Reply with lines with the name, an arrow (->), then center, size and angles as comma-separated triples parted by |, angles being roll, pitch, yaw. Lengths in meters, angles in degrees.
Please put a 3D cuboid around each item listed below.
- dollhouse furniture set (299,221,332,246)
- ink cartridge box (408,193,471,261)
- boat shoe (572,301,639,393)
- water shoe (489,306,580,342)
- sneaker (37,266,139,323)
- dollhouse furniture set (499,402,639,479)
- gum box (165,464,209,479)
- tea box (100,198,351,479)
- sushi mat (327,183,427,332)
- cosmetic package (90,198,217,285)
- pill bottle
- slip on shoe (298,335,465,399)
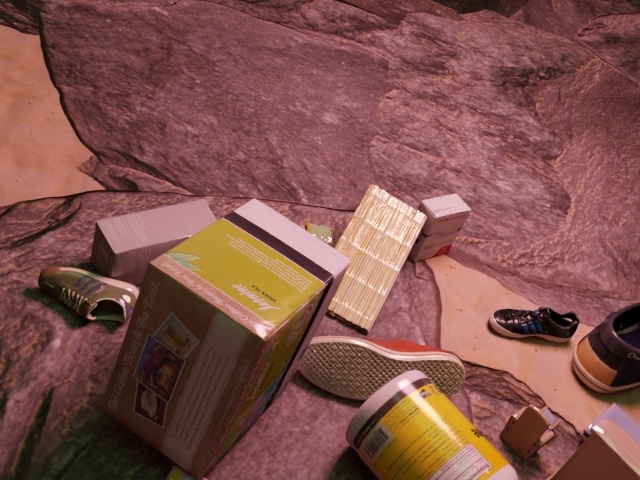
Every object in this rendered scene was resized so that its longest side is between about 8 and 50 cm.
dollhouse furniture set -> 0.000, 0.000, 1.838 | 0.076, 0.058, 0.151 | 6, 44, -16
ink cartridge box -> 0.268, -0.031, 1.904 | 0.109, 0.150, 0.063 | -13, 52, -31
boat shoe -> 0.785, 0.209, 1.856 | 0.500, 0.156, 0.186 | -10, 49, -31
water shoe -> 0.477, 0.173, 1.827 | 0.203, 0.080, 0.073 | 9, 43, -13
sneaker -> -0.443, 0.109, 1.551 | 0.192, 0.064, 0.086 | 13, 38, -12
dollhouse furniture set -> 0.575, 0.365, 1.581 | 0.303, 0.198, 0.286 | -21, 57, -37
gum box -> -0.222, 0.453, 1.284 | 0.107, 0.062, 0.188 | 24, 42, 3
tea box -> -0.157, 0.155, 1.381 | 0.220, 0.329, 0.323 | 33, 33, 13
sushi mat -> 0.105, 0.034, 1.776 | 0.151, 0.019, 0.316 | 29, 66, 0
cosmetic package -> -0.329, 0.008, 1.655 | 0.238, 0.127, 0.107 | -16, 54, -35
pill bottle -> 0.214, 0.402, 1.412 | 0.188, 0.187, 0.334 | -23, 58, -37
slip on shoe -> 0.115, 0.245, 1.609 | 0.332, 0.123, 0.101 | 5, 12, -9
